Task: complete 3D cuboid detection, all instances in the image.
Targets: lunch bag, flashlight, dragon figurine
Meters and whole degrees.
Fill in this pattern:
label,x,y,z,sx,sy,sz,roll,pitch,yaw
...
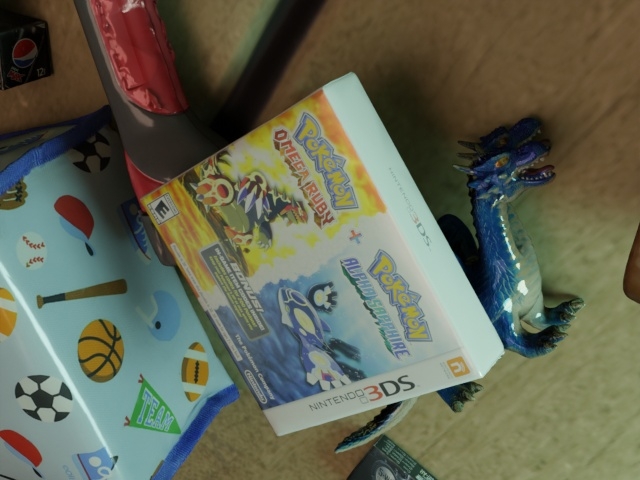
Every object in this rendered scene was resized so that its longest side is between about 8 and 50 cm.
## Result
label,x,y,z,sx,sy,sz,roll,pitch,yaw
lunch bag,-0.318,0.076,0.858,0.385,0.239,0.328,-10,112,32
flashlight,-0.128,-0.136,0.686,0.103,0.103,0.304,-137,31,-70
dragon figurine,0.084,0.037,0.636,0.144,0.085,0.289,50,129,3

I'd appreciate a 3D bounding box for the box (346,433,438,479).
label,x,y,z,sx,sy,sz,roll,pitch,yaw
box,0.071,0.223,0.805,0.083,0.018,0.067,40,133,11

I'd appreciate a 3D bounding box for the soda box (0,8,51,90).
label,x,y,z,sx,sy,sz,roll,pitch,yaw
soda box,-0.331,-0.189,0.823,0.168,0.060,0.053,20,122,26

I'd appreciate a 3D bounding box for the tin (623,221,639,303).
label,x,y,z,sx,sy,sz,roll,pitch,yaw
tin,0.212,-0.042,0.483,0.040,0.106,0.190,23,127,24

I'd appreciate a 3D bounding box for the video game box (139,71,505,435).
label,x,y,z,sx,sy,sz,roll,pitch,yaw
video game box,-0.005,0.020,0.601,0.187,0.048,0.205,-26,97,36
